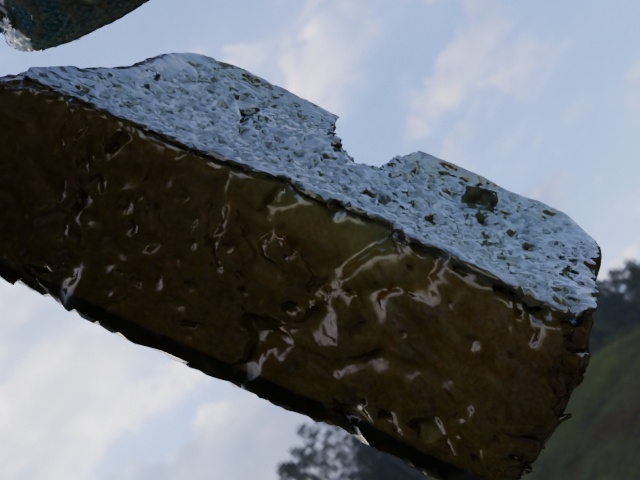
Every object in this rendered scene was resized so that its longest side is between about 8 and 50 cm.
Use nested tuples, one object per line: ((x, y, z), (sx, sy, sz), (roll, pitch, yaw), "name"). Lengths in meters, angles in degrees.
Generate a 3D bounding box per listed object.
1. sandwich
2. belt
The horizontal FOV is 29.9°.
((0.001, -0.001, 0.588), (0.249, 0.273, 0.095), (-40, -27, -73), "sandwich")
((-0.168, -0.206, 0.844), (0.163, 0.148, 0.082), (-57, -45, -35), "belt")
